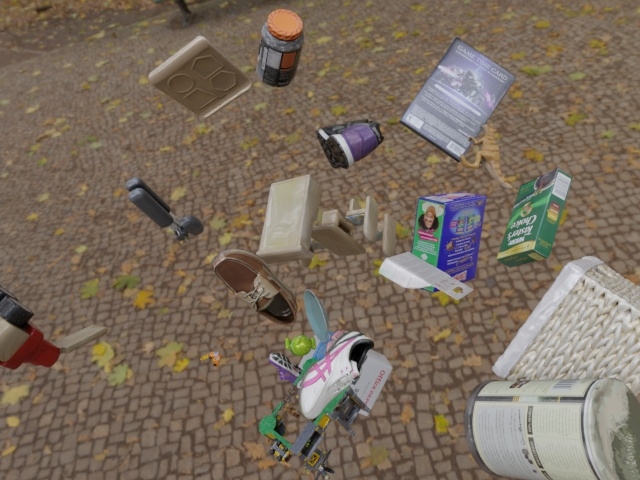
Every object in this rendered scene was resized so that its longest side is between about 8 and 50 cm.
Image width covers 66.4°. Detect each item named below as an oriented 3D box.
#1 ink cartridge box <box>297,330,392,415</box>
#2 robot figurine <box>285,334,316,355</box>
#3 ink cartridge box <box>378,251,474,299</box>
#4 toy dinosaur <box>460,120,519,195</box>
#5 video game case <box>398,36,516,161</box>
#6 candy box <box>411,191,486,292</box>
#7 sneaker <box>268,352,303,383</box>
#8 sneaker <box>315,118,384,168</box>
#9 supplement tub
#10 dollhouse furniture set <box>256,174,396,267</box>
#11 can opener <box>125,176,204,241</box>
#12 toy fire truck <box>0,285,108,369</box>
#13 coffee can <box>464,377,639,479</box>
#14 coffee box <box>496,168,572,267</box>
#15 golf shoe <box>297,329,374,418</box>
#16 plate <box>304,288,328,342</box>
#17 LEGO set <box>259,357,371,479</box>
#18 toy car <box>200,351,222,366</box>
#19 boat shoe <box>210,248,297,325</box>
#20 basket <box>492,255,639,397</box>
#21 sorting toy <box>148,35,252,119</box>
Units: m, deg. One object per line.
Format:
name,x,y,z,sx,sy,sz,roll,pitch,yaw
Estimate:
ink cartridge box,0.087,0.506,1.894,0.223,0.308,0.129,-63,11,4
robot figurine,-0.066,0.346,1.608,0.101,0.115,0.067,5,75,-11
ink cartridge box,0.298,0.113,1.373,0.225,0.056,0.181,33,20,24
toy dinosaur,0.372,-0.180,1.085,0.112,0.064,0.211,-13,67,13
video game case,0.366,-0.376,1.307,0.196,0.026,0.274,34,87,0
candy box,0.449,-0.001,1.728,0.268,0.317,0.122,-11,20,-42
sneaker,-0.129,0.464,1.741,0.071,0.170,0.068,-39,31,6
sneaker,0.077,-0.244,1.206,0.124,0.107,0.283,-28,21,-4
supplement tub,-0.110,-0.523,1.339,0.117,0.190,0.117,6,65,-12
dollhouse furniture set,0.000,0.000,1.615,0.362,0.394,0.256,-8,62,34
can opener,-0.417,-0.085,1.352,0.095,0.283,0.076,-26,61,1
toy fire truck,-0.572,0.167,0.953,0.217,0.246,0.158,24,68,31
coffee can,0.462,0.381,0.981,0.275,0.201,0.201,-24,22,53
coffee box,0.417,-0.042,0.957,0.040,0.113,0.184,28,73,-10
golf shoe,0.027,0.241,0.890,0.086,0.067,0.186,-2,44,49
plate,-0.009,0.250,1.641,0.024,0.188,0.188,-17,39,-19
LEGO set,-0.005,0.553,1.515,0.255,0.192,0.331,8,55,43
toy car,-0.389,0.434,1.777,0.041,0.122,0.060,-27,84,4
boat shoe,-0.170,0.138,1.376,0.123,0.324,0.116,-44,38,11
basket,0.653,0.240,1.179,0.266,0.331,0.328,37,22,31
sorting toy,-0.314,-0.428,1.300,0.193,0.208,0.038,-27,60,20
